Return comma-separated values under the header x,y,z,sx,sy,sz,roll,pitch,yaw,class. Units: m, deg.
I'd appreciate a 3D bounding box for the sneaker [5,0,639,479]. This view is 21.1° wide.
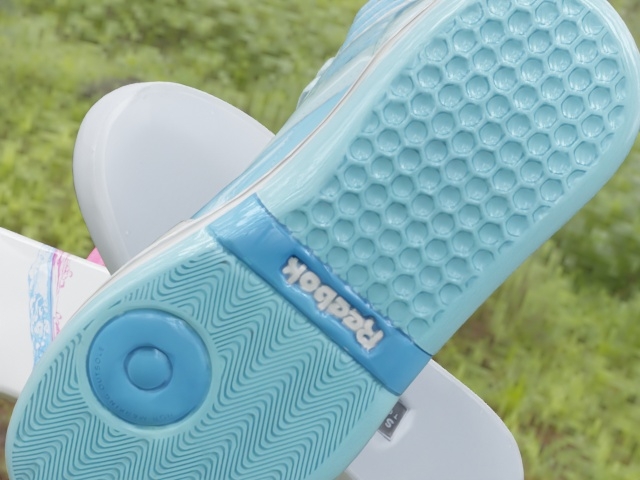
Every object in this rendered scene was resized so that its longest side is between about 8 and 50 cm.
x,y,z,sx,sy,sz,roll,pitch,yaw,class
0.000,0.000,0.777,0.127,0.319,0.208,49,8,-11,sneaker

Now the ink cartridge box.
x,y,z,sx,sy,sz,roll,pitch,yaw,class
-0.186,0.082,1.322,0.278,0.117,0.201,21,-10,5,ink cartridge box

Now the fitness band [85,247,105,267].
x,y,z,sx,sy,sz,roll,pitch,yaw,class
-0.142,0.078,1.687,0.054,0.209,0.291,50,11,-46,fitness band

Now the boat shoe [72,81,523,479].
x,y,z,sx,sy,sz,roll,pitch,yaw,class
-0.034,0.052,1.039,0.367,0.136,0.156,45,-23,-26,boat shoe
